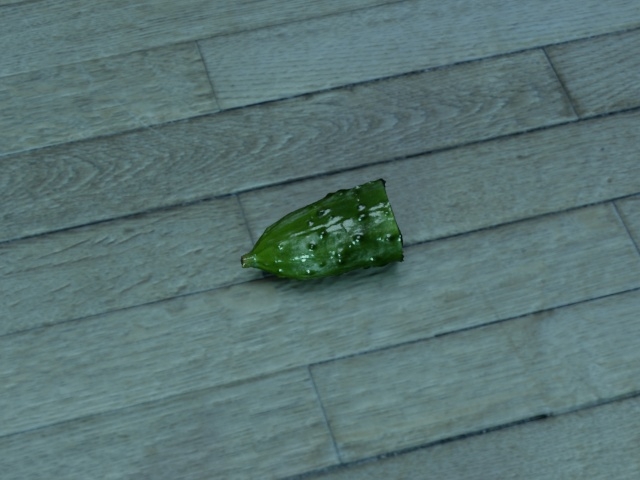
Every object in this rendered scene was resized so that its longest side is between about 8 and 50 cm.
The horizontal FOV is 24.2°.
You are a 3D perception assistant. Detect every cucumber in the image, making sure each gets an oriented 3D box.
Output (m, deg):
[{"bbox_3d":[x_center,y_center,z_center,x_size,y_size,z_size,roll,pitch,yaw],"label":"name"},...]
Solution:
[{"bbox_3d":[0.000,0.001,2.199,0.244,0.134,0.134,-14,54,-6],"label":"cucumber"}]
